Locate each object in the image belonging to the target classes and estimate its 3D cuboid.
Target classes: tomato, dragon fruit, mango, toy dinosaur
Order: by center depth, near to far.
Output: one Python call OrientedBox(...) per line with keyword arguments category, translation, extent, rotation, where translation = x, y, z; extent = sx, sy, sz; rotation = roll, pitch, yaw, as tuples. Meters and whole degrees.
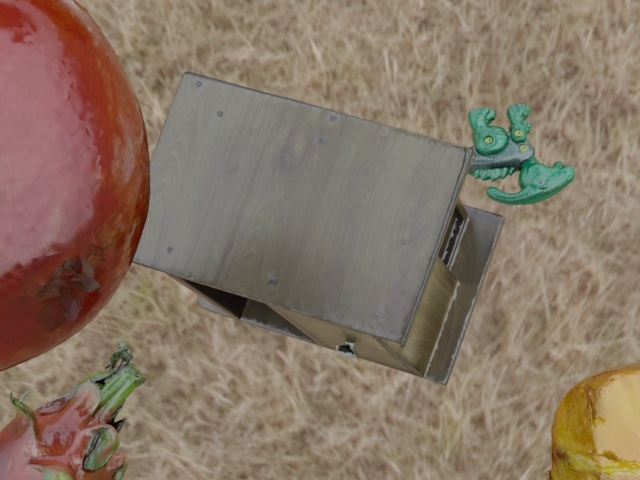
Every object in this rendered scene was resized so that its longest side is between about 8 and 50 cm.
OrientedBox(category="tomato", translation=(-0.166, -0.018, 0.637), extent=(0.200, 0.233, 0.139), rotation=(-38, 59, -22))
OrientedBox(category="mango", translation=(0.289, 0.148, 0.922), extent=(0.252, 0.154, 0.126), rotation=(0, 82, -6))
OrientedBox(category="dragon fruit", translation=(-0.245, 0.197, 1.200), extent=(0.135, 0.137, 0.236), rotation=(33, 94, 20))
OrientedBox(category="toy dinosaur", translation=(0.170, -0.074, 1.229), extent=(0.132, 0.059, 0.096), rotation=(-11, 61, 8))

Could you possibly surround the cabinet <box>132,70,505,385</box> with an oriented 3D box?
OrientedBox(category="cabinet", translation=(0.000, 0.000, 0.930), extent=(0.215, 0.175, 0.148), rotation=(16, 80, 18))
